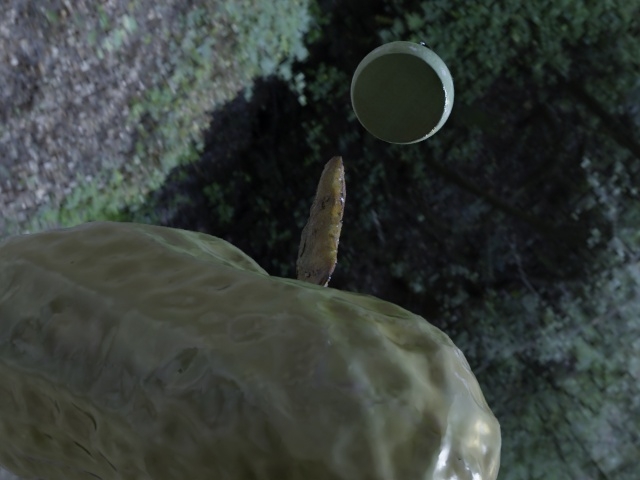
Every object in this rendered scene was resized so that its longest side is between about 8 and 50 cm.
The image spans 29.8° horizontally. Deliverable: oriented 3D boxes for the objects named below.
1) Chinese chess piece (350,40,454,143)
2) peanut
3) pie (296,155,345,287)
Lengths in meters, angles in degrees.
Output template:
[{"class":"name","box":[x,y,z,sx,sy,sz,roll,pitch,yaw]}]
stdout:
[{"class":"Chinese chess piece","box":[0.066,-0.119,0.970,0.084,0.034,0.084,5,113,12]},{"class":"peanut","box":[-0.058,0.070,0.578,0.152,0.313,0.152,-16,111,-49]},{"class":"pie","box":[0.000,0.000,1.051,0.034,0.170,0.092,18,134,-9]}]
